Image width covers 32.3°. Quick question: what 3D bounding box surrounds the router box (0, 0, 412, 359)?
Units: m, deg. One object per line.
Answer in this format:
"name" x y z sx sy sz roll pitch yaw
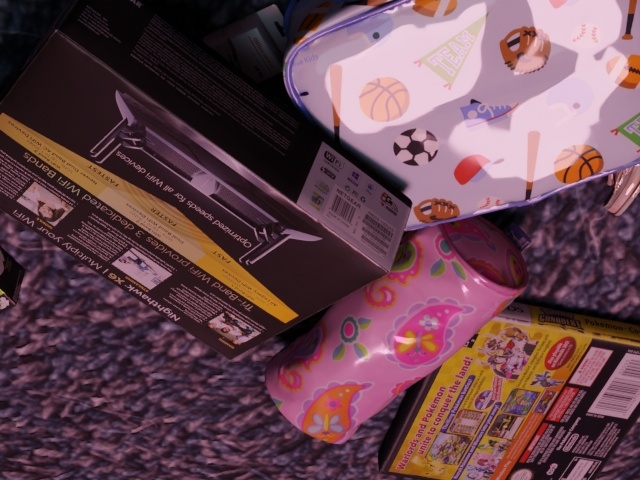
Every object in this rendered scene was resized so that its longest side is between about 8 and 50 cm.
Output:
"router box" -0.119 -0.043 0.904 0.309 0.081 0.243 36 141 -19

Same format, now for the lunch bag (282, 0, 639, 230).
"lunch bag" 0.132 -0.146 0.877 0.303 0.115 0.243 -20 126 16

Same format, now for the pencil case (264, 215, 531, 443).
"pencil case" 0.071 0.079 1.066 0.124 0.124 0.284 29 123 -24

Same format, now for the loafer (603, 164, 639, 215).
"loafer" 0.281 -0.081 0.985 0.039 0.045 0.125 26 120 0

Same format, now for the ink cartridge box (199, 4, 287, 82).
"ink cartridge box" -0.063 -0.155 0.916 0.083 0.028 0.048 -23 128 16

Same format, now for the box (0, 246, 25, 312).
"box" -0.335 0.031 1.054 0.062 0.052 0.083 -25 126 17

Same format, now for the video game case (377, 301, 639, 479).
"video game case" 0.220 0.180 1.206 0.248 0.035 0.275 11 130 -11
